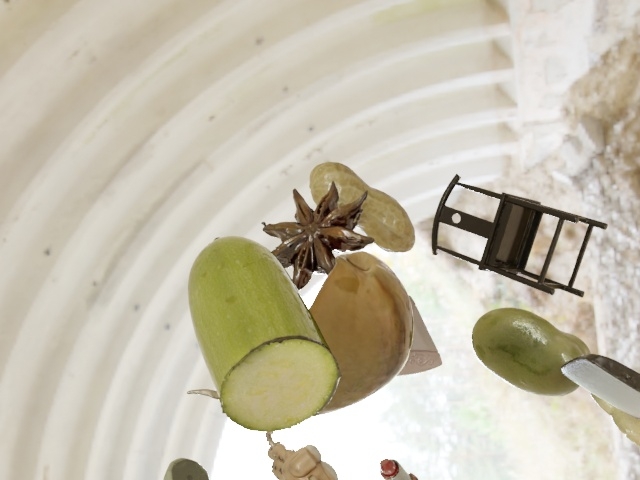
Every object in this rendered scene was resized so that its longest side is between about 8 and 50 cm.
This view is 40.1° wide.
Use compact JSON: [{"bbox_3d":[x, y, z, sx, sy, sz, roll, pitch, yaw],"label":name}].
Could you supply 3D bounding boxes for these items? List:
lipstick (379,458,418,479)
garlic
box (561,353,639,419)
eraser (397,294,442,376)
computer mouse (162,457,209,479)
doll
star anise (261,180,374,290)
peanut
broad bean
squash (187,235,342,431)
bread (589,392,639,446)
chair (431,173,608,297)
[{"bbox_3d":[0.151,0.457,1.690,0.057,0.063,0.186,-49,-37,-13],"label":"lipstick"},{"bbox_3d":[-0.008,0.150,1.251,0.196,0.338,0.151,35,-153,-27],"label":"garlic"},{"bbox_3d":[0.565,0.278,1.657,0.042,0.212,0.201,-60,-4,-15],"label":"box"},{"bbox_3d":[0.177,0.273,2.265,0.204,0.243,0.059,64,159,10],"label":"eraser"},{"bbox_3d":[-0.246,0.481,1.574,0.056,0.089,0.182,-52,30,35],"label":"computer mouse"},{"bbox_3d":[-0.058,0.554,2.141,0.154,0.119,0.278,61,160,-19],"label":"doll"},{"bbox_3d":[0.000,0.000,1.790,0.102,0.272,0.272,55,-148,-50],"label":"star anise"},{"bbox_3d":[0.099,-0.071,2.042,0.120,0.298,0.136,-43,17,54],"label":"peanut"},{"bbox_3d":[0.457,0.244,1.915,0.121,0.263,0.189,-31,-41,-48],"label":"broad bean"},{"bbox_3d":[-0.078,0.085,0.994,0.247,0.132,0.132,-119,10,-50],"label":"squash"},{"bbox_3d":[0.723,0.404,1.944,0.054,0.316,0.316,-54,-5,15],"label":"bread"},{"bbox_3d":[0.342,-0.006,1.551,0.141,0.260,0.155,8,-79,-48],"label":"chair"}]
